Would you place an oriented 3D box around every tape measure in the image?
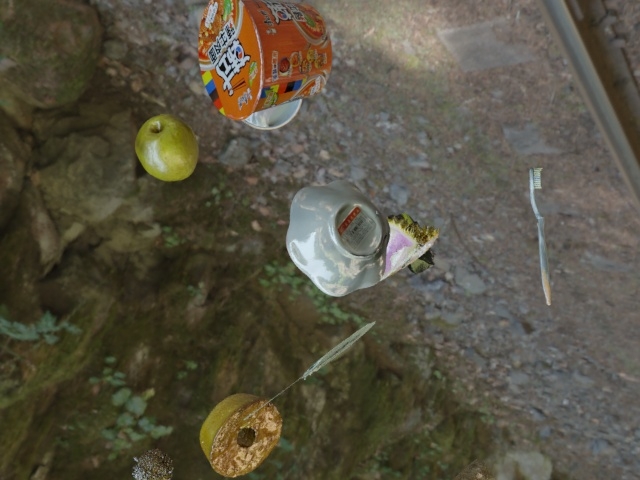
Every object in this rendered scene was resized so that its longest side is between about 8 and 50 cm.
[{"bbox_3d":[0.286,-0.008,2.193,0.199,0.112,0.186,61,180,-34],"label":"tape measure"}]

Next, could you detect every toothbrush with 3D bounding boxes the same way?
[{"bbox_3d":[0.590,-0.014,1.793,0.037,0.374,0.028,-5,171,19],"label":"toothbrush"}]

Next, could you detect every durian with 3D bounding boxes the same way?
[{"bbox_3d":[-0.326,0.440,1.294,0.091,0.080,0.080,30,161,14],"label":"durian"},{"bbox_3d":[0.202,0.018,1.637,0.165,0.132,0.182,2,139,5],"label":"durian"}]

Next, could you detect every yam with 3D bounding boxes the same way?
[{"bbox_3d":[0.224,0.520,1.287,0.066,0.300,0.066,30,130,43],"label":"yam"}]

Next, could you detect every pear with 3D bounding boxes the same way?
[{"bbox_3d":[-0.360,-0.215,1.583,0.149,0.148,0.162,15,147,16],"label":"pear"}]

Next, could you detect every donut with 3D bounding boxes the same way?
[{"bbox_3d":[-0.252,0.589,2.075,0.109,0.277,0.277,29,169,41],"label":"donut"}]

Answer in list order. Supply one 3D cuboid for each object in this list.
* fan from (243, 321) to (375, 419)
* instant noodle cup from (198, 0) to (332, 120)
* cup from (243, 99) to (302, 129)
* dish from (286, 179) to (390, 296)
[{"bbox_3d":[-0.021,0.332,1.697,0.012,0.415,0.233,52,170,15],"label":"fan"},{"bbox_3d":[-0.111,-0.385,1.386,0.192,0.250,0.250,-17,-177,-35],"label":"instant noodle cup"},{"bbox_3d":[-0.158,-0.414,1.749,0.226,0.183,0.264,62,-179,-19],"label":"cup"},{"bbox_3d":[0.053,-0.015,1.223,0.230,0.229,0.081,28,155,-19],"label":"dish"}]
